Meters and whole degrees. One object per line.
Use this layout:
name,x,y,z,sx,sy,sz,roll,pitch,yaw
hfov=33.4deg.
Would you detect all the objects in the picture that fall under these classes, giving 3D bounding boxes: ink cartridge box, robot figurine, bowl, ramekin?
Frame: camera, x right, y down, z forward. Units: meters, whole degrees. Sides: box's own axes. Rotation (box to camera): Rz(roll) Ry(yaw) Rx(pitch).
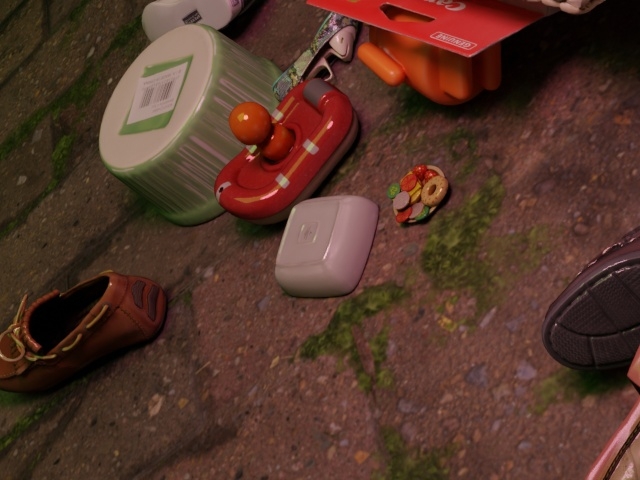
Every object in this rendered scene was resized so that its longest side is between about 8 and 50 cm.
ink cartridge box,0.167,-0.331,1.300,0.261,0.066,0.296,-30,39,-29
robot figurine,0.142,-0.252,1.360,0.158,0.128,0.219,-51,39,5
bowl,0.000,0.000,1.394,0.142,0.053,0.142,-4,60,44
ramekin,-0.206,-0.189,1.661,0.303,0.148,0.303,-26,48,32

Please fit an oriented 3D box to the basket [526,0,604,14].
basket,0.255,-0.444,1.144,0.331,0.266,0.328,-33,41,-26

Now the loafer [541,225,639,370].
loafer,0.344,0.018,1.006,0.302,0.109,0.095,-36,12,19

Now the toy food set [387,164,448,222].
toy food set,0.121,-0.058,1.333,0.082,0.020,0.083,-44,41,15

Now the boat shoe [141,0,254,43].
boat shoe,-0.207,-0.406,1.860,0.102,0.108,0.301,-39,15,-32

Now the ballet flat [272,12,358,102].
ballet flat,0.009,-0.269,1.575,0.188,0.070,0.070,-51,39,9

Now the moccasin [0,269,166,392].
moccasin,-0.412,0.141,1.646,0.380,0.147,0.139,-19,52,37

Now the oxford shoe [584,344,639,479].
oxford shoe,0.298,0.212,0.890,0.130,0.123,0.348,19,86,32

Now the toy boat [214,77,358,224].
toy boat,-0.069,-0.138,1.481,0.231,0.151,0.151,-51,39,6
